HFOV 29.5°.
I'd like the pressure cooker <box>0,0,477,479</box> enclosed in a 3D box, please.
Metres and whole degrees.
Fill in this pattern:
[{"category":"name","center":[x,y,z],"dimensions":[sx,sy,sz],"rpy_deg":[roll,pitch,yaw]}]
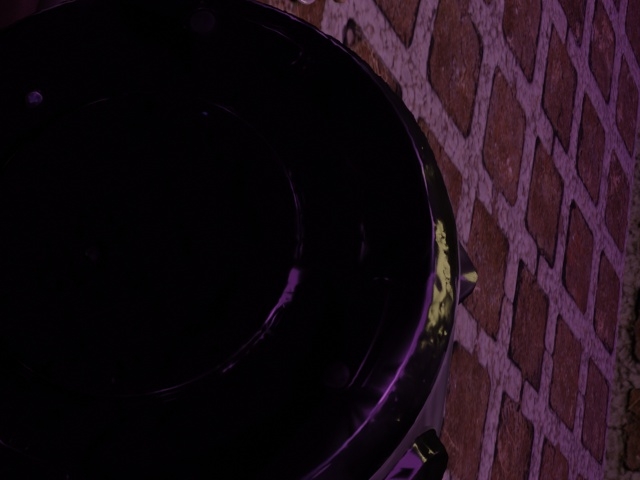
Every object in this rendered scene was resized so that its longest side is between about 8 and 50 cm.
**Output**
[{"category":"pressure cooker","center":[-0.084,0.073,0.852],"dimensions":[0.420,0.369,0.376],"rpy_deg":[83,20,-67]}]

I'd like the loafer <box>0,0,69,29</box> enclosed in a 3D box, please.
[{"category":"loafer","center":[-0.233,-0.211,0.917],"dimensions":[0.134,0.130,0.366],"rpy_deg":[123,-17,-79]}]

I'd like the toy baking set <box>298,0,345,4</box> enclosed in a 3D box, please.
[{"category":"toy baking set","center":[-0.001,-0.379,1.434],"dimensions":[0.256,0.030,0.197],"rpy_deg":[-23,110,-61]}]
